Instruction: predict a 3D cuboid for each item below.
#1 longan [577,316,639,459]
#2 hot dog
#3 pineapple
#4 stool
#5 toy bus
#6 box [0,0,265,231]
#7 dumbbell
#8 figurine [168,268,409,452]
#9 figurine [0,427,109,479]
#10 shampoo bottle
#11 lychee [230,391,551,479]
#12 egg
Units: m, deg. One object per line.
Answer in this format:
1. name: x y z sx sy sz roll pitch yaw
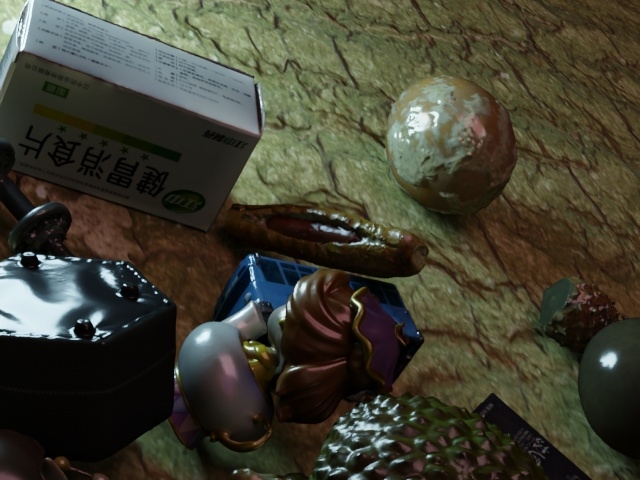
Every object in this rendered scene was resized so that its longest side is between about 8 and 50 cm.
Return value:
1. longan: 0.441 0.203 1.739 0.198 0.198 0.212 -9 55 -46
2. hot dog: 0.000 0.001 1.630 0.289 0.068 0.083 9 -24 32
3. pineapple: 0.411 0.133 1.888 0.198 0.108 0.108 33 31 -16
4. stool: -0.255 0.107 1.257 0.232 0.141 0.232 5 20 -2
5. toy bus: -0.010 0.101 1.555 0.234 0.116 0.133 13 37 -31
6. box: -0.247 -0.156 1.641 0.333 0.173 0.145 18 37 -21
7. dumbbell: -0.355 -0.049 1.493 0.254 0.081 0.081 45 35 20
8. figurine: -0.036 0.127 1.362 0.142 0.263 0.189 64 6 -49
9. figurine: -0.255 0.249 1.128 0.275 0.161 0.158 29 9 -8
10. shampoo bottle: 0.291 0.320 1.561 0.309 0.071 0.098 42 31 11
11. lychee: 0.082 0.277 1.256 0.320 0.270 0.270 31 28 31
12. egg: 0.196 -0.151 1.983 0.203 0.203 0.245 10 37 -31
